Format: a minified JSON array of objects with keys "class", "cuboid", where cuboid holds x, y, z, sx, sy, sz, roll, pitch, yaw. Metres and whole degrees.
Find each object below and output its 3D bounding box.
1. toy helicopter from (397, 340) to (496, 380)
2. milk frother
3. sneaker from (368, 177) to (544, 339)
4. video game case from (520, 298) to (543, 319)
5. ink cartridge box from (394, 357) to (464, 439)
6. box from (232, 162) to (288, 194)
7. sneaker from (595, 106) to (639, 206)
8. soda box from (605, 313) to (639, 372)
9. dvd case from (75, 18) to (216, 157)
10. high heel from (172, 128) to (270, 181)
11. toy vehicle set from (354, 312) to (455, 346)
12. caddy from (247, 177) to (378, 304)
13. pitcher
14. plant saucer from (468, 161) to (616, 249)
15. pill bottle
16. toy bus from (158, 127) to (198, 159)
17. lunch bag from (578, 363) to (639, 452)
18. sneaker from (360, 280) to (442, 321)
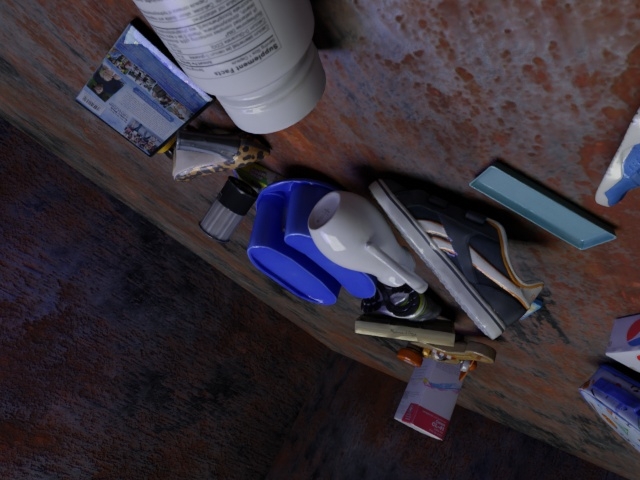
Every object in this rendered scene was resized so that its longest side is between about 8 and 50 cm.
[{"class":"toy helicopter","cuboid":[0.418,0.353,1.326,0.234,0.140,0.355,31,160,-10]},{"class":"milk frother","cuboid":[-0.186,-0.060,1.014,0.143,0.135,0.129,36,-166,-6]},{"class":"sneaker","cuboid":[0.219,-0.003,0.711,0.321,0.127,0.126,51,-174,16]},{"class":"video game case","cuboid":[0.379,0.117,0.935,0.166,0.015,0.119,26,162,15]},{"class":"ink cartridge box","cuboid":[0.409,0.545,1.571,0.131,0.306,0.226,28,163,4]},{"class":"box","cuboid":[-0.117,-0.124,1.021,0.179,0.043,0.105,25,162,11]},{"class":"sneaker","cuboid":[0.334,-0.072,0.416,0.084,0.058,0.152,30,158,29]},{"class":"soda box","cuboid":[0.550,0.153,0.661,0.069,0.074,0.216,28,162,7]},{"class":"dvd case","cuboid":[-0.341,-0.276,0.829,0.253,0.022,0.180,-23,130,38]},{"class":"high heel","cuboid":[-0.224,-0.172,0.938,0.186,0.093,0.261,4,173,-21]},{"class":"toy vehicle set","cuboid":[0.244,0.246,1.221,0.266,0.035,0.166,5,-178,15]},{"class":"caddy","cuboid":[0.000,0.000,0.963,0.241,0.179,0.341,-17,137,36]},{"class":"pitcher","cuboid":[0.088,0.010,0.754,0.207,0.126,0.178,36,-179,-28]},{"class":"plant saucer","cuboid":[0.306,-0.048,0.595,0.192,0.018,0.067,31,163,1]},{"class":"pill bottle","cuboid":[-0.101,-0.256,0.439,0.160,0.160,0.283,20,160,30]},{"class":"toy bus","cuboid":[-0.370,-0.247,0.984,0.202,0.104,0.191,30,163,3]},{"class":"lunch bag","cuboid":[0.678,0.378,0.850,0.243,0.115,0.303,46,-177,1]},{"class":"sneaker","cuboid":[0.220,0.185,1.233,0.121,0.111,0.300,26,171,-23]}]
